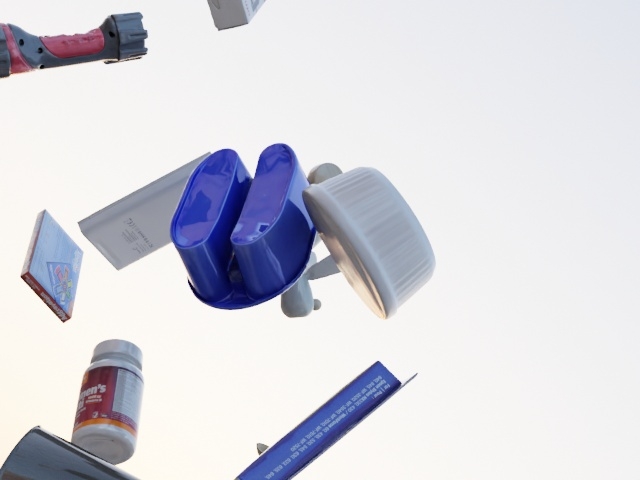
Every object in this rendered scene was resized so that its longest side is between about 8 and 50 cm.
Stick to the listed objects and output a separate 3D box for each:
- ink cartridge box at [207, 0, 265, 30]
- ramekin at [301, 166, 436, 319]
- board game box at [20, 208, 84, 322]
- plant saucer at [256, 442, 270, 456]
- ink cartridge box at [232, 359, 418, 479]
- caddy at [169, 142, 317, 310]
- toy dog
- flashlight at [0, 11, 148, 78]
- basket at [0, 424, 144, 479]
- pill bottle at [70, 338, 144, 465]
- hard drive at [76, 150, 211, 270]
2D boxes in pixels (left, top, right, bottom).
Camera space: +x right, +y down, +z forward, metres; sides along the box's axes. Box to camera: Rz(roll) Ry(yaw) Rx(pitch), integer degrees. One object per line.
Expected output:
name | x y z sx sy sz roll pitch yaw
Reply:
ink cartridge box | -0.133 -0.399 1.577 0.056 0.135 0.099 -7 -60 17
ramekin | 0.090 -0.006 1.750 0.273 0.127 0.273 57 -7 11
board game box | -0.589 0.052 2.231 0.145 0.027 0.281 53 12 -28
plant saucer | -0.087 0.402 1.860 0.083 0.015 0.083 31 2 -1
ink cartridge box | -0.017 0.313 1.598 0.072 0.303 0.307 50 -26 10
caddy | -0.131 -0.024 1.871 0.241 0.341 0.179 -3 -45 19
toy dog | 0.000 0.000 2.161 0.160 0.334 0.220 13 7 -28
flashlight | -0.462 -0.357 1.804 0.103 0.304 0.103 -2 -78 64
basket | -0.362 0.399 1.518 0.226 0.204 0.154 21 -69 4
pill bottle | -0.396 0.301 1.902 0.121 0.221 0.121 -1 -45 -1
hard drive | -0.333 -0.057 2.131 0.040 0.307 0.203 61 -2 28
